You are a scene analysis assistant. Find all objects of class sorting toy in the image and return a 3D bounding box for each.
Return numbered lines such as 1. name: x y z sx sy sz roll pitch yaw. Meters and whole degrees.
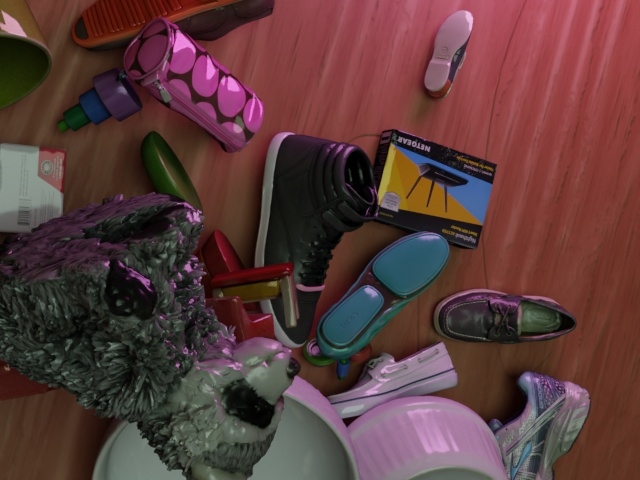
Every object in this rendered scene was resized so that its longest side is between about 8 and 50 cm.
1. sorting toy: -0.221 -0.037 1.385 0.126 0.127 0.366 -29 104 5
2. sorting toy: 0.024 0.167 1.507 0.101 0.061 0.042 -7 136 -14

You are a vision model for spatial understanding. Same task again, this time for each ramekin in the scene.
1. ramekin: 0.139 0.358 1.459 0.272 0.127 0.273 -6 116 -13

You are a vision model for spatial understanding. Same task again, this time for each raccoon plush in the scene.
1. raccoon plush: -0.243 0.128 1.117 0.216 0.446 0.299 -49 130 -55

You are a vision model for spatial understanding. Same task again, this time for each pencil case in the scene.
1. pencil case: -0.157 -0.188 1.358 0.095 0.098 0.209 -36 140 19

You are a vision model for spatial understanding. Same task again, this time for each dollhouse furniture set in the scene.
1. dollhouse furniture set: -0.221 0.066 1.253 0.374 0.201 0.152 -10 97 3

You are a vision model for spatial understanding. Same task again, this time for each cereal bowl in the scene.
1. cereal bowl: -0.119 0.290 1.367 0.338 0.141 0.339 -2 114 -4

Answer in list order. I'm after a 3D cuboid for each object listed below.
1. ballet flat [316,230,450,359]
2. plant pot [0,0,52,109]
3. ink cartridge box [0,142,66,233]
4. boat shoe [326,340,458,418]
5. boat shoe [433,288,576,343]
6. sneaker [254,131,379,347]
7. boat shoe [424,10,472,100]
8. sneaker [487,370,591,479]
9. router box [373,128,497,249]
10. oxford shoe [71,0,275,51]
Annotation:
1. ballet flat: 0.081 0.078 1.503 0.247 0.087 0.083 -40 79 -24
2. plant pot: -0.477 -0.303 1.199 0.274 0.275 0.294 -16 82 -21
3. ink cartridge box: -0.397 -0.064 1.321 0.150 0.063 0.109 4 89 -22
4. boat shoe: 0.090 0.198 1.523 0.226 0.083 0.076 -11 83 -33
5. boat shoe: 0.279 0.114 1.591 0.223 0.073 0.080 2 90 -22
6. sneaker: 0.000 0.000 1.426 0.104 0.146 0.296 3 88 -54
7. boat shoe: 0.190 -0.272 1.568 0.043 0.049 0.137 41 68 -61
8. sneaker: 0.289 0.327 1.599 0.122 0.110 0.283 27 83 3
9. router box: 0.159 -0.073 1.555 0.178 0.046 0.133 16 85 -22
10. oxford shoe: -0.184 -0.287 1.389 0.271 0.098 0.097 -17 54 -4
